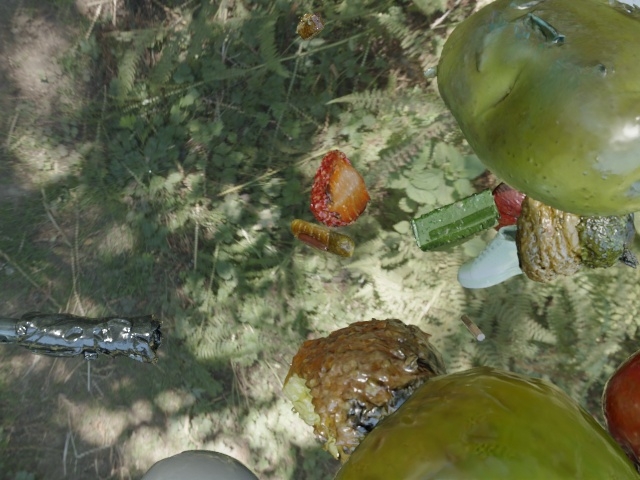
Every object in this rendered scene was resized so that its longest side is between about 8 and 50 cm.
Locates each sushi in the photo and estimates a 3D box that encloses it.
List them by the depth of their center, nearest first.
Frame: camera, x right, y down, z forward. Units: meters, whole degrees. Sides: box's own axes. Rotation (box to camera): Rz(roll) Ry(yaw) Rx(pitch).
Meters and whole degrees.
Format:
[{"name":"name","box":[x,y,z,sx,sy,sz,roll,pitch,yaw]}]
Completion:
[{"name":"sushi","box":[-0.028,-0.535,1.550,0.061,0.118,0.060,-42,103,-35]}]

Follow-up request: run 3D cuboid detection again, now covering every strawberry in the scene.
[{"name":"strawberry","box":[0.018,-0.080,1.070,0.082,0.188,0.121,-26,103,29]}]

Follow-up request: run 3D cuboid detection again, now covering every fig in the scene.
[{"name":"fig","box":[0.180,0.311,0.630,0.344,0.343,0.343,-2,97,-15]}]

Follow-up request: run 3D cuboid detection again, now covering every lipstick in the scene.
[{"name":"lipstick","box":[0.342,0.196,1.405,0.019,0.094,0.018,-4,111,-11]}]

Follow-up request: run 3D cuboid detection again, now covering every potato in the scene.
[{"name":"potato","box":[0.199,-0.121,0.514,0.169,0.248,0.143,-44,132,19]}]

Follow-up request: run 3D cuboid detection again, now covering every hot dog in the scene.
[{"name":"hot dog","box":[0.000,0.000,1.438,0.047,0.216,0.066,-41,126,-21]}]

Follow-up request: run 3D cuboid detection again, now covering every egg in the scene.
[{"name":"egg","box":[-0.188,0.427,1.002,0.232,0.176,0.176,37,86,-27]}]

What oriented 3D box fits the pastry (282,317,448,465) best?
[{"name":"pastry","box":[0.121,0.317,1.332,0.338,0.405,0.292,-24,97,-18]}]

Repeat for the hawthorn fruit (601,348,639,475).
[{"name":"hawthorn fruit","box":[0.593,0.274,0.975,0.295,0.295,0.311,18,81,-16]}]

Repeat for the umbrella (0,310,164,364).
[{"name":"umbrella","box":[-0.336,0.125,0.850,0.236,0.059,0.066,5,55,-1]}]

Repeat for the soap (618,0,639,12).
[{"name":"soap","box":[0.411,-0.379,0.957,0.258,0.302,0.158,-13,108,11]}]

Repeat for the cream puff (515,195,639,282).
[{"name":"cream puff","box":[0.409,-0.015,0.973,0.183,0.169,0.183,-18,112,-54]}]

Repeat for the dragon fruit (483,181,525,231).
[{"name":"dragon fruit","box":[0.529,-0.068,1.543,0.219,0.148,0.224,-31,144,10]}]

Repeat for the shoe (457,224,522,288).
[{"name":"shoe","box":[0.391,0.019,1.335,0.110,0.265,0.095,54,43,-17]}]

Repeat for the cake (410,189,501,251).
[{"name":"cake","box":[0.353,-0.047,1.555,0.099,0.235,0.100,4,68,-48]}]
